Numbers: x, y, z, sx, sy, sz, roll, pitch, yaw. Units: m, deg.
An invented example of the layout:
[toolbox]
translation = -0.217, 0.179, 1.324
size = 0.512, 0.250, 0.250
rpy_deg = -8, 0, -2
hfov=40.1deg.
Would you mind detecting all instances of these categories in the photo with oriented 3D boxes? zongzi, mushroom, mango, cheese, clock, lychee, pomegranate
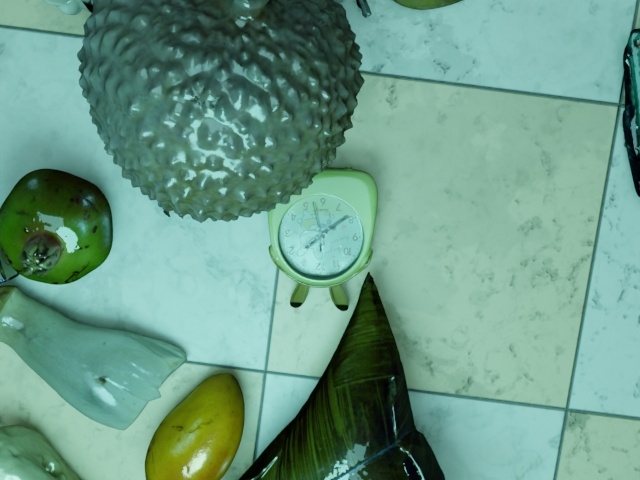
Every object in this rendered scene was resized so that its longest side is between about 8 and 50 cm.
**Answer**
[zongzi]
translation = -0.033, 0.304, 1.375
size = 0.403, 0.208, 0.432
rpy_deg = -17, 84, 10
[mushroom]
translation = -0.392, 0.173, 1.396
size = 0.329, 0.122, 0.159
rpy_deg = 31, 61, -4
[mango]
translation = -0.194, 0.310, 1.392
size = 0.112, 0.145, 0.219
rpy_deg = 35, 83, -44
[cheese]
translation = -0.454, 0.411, 1.389
size = 0.251, 0.173, 0.247
rpy_deg = -1, 107, 2
[clock]
translation = 0.000, 0.000, 1.375
size = 0.170, 0.069, 0.231
rpy_deg = 3, 99, 0
[lychee]
translation = -0.137, -0.211, 1.188
size = 0.380, 0.432, 0.380
rpy_deg = 6, 64, -12
[pomegranate]
translation = -0.404, -0.010, 1.310
size = 0.180, 0.209, 0.179
rpy_deg = 1, 114, 3

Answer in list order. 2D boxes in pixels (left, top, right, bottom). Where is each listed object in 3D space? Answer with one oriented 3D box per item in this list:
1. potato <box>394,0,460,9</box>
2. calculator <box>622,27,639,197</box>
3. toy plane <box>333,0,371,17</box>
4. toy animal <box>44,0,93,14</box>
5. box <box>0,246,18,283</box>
[potato]
translation = 0.222, -0.425, 1.289
size = 0.100, 0.120, 0.261
rpy_deg = 43, 97, -11
[calculator]
translation = 0.590, -0.205, 1.341
size = 0.248, 0.058, 0.274
rpy_deg = -12, 97, 1
[toy plane]
translation = 0.047, -0.479, 1.284
size = 0.182, 0.107, 0.273
rpy_deg = 28, 99, 7
[toy animal]
translation = -0.318, -0.434, 1.275
size = 0.208, 0.156, 0.204
rpy_deg = -34, 98, 13
[box]
translation = -0.619, -0.057, 1.368
size = 0.198, 0.084, 0.310
rpy_deg = -17, 97, 3
